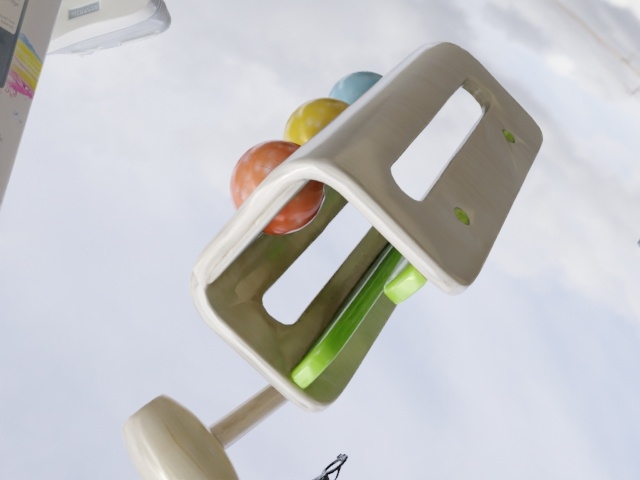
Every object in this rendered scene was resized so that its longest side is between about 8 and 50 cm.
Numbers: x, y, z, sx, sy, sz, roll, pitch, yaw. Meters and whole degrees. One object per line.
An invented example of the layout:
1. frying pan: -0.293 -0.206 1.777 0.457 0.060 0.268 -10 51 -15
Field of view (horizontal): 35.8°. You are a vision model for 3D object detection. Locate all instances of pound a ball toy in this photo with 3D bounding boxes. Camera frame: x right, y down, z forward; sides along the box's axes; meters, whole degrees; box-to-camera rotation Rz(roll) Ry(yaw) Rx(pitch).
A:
1. pound a ball toy: 0.000 0.000 0.615 0.136 0.208 0.319 44 -149 -1

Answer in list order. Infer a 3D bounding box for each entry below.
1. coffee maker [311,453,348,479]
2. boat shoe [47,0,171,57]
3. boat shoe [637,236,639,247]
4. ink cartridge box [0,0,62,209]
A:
1. coffee maker: 0.028 0.402 1.288 0.178 0.171 0.120 49 171 3
2. boat shoe: -0.235 -0.209 0.976 0.063 0.184 0.066 53 -157 -60
3. boat shoe: 0.228 -0.002 0.601 0.080 0.073 0.224 33 -141 -13
4. ink cartridge box: -0.283 -0.138 0.642 0.119 0.207 0.354 36 -124 -49
